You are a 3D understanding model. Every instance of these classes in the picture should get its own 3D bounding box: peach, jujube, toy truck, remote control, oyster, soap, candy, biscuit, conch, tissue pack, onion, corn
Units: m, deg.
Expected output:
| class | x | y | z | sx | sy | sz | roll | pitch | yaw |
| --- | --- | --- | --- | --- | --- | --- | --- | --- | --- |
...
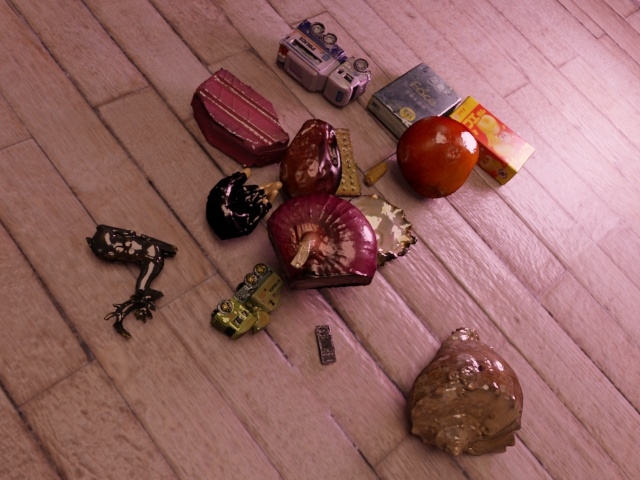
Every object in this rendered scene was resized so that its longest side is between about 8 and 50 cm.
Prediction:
| class | x | y | z | sx | sy | sz | roll | pitch | yaw |
| --- | --- | --- | --- | --- | --- | --- | --- | --- | --- |
| peach | 0.323 | -0.236 | 1.627 | 0.244 | 0.243 | 0.199 | -8 | 22 | -22 |
| jujube | -0.020 | -0.208 | 1.504 | 0.168 | 0.168 | 0.236 | 13 | 76 | -12 |
| toy truck | -0.158 | 0.148 | 1.329 | 0.116 | 0.085 | 0.191 | 42 | 56 | 0 |
| remote control | 0.012 | 0.250 | 1.371 | 0.039 | 0.014 | 0.096 | -1 | 62 | -19 |
| oyster | 0.127 | -0.022 | 1.517 | 0.260 | 0.092 | 0.198 | -18 | 70 | -35 |
| toy truck | 0.009 | -0.521 | 1.720 | 0.268 | 0.124 | 0.155 | 42 | 65 | 8 |
| soap | -0.209 | -0.316 | 1.540 | 0.289 | 0.112 | 0.182 | 34 | 58 | 1 |
| candy | 0.524 | -0.317 | 1.804 | 0.276 | 0.088 | 0.146 | 41 | 59 | 5 |
| biscuit | 0.040 | -0.225 | 1.632 | 0.139 | 0.016 | 0.231 | -1 | 64 | -19 |
| conch | 0.370 | 0.353 | 1.337 | 0.297 | 0.210 | 0.352 | 37 | 59 | -14 |
| tissue pack | 0.294 | -0.429 | 1.790 | 0.257 | 0.081 | 0.185 | -39 | 81 | -30 |
| onion | 0.003 | 0.000 | 1.347 | 0.257 | 0.272 | 0.230 | 2 | 69 | -21 |
| corn | 0.160 | -0.194 | 1.645 | 0.037 | 0.037 | 0.092 | 45 | 58 | 8 |

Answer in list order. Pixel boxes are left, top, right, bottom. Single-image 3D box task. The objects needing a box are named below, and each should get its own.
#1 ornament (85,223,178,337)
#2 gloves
| class | x | y | z | sx | sy | sz | roll | pitch | yaw |
| --- | --- | --- | --- | --- | --- | --- | --- | --- | --- |
| ornament | -0.440 | 0.090 | 1.264 | 0.202 | 0.080 | 0.235 | 15 | 59 | -15 |
| gloves | -0.184 | -0.099 | 1.433 | 0.204 | 0.124 | 0.164 | -21 | 86 | -44 |
